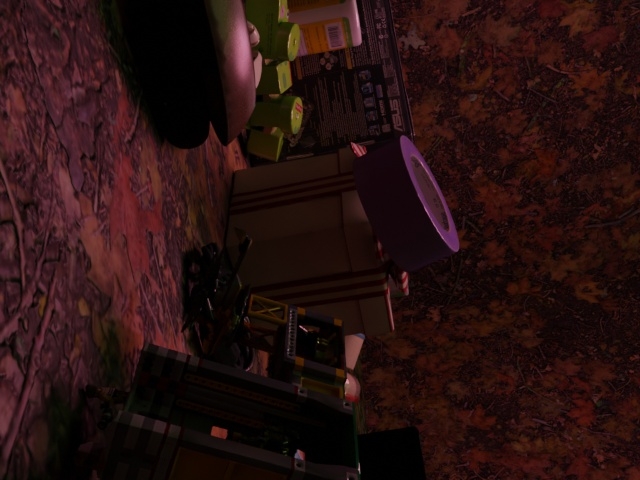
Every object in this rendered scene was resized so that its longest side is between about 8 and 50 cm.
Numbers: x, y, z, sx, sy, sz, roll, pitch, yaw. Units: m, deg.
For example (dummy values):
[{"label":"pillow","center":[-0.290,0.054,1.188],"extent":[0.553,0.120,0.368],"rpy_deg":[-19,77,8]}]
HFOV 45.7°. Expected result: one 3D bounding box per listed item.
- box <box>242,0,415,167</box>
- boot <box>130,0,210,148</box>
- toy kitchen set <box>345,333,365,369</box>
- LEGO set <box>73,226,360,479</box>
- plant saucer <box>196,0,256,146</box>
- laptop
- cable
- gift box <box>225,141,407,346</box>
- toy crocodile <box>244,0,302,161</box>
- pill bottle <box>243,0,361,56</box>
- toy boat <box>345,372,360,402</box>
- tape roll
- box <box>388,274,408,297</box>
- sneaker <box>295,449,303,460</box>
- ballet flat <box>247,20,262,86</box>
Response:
[{"label":"box","center":[0.002,-0.341,1.506],"extent":[0.097,0.319,0.394],"rpy_deg":[60,20,-74]},{"label":"boot","center":[-0.168,-0.222,0.865],"extent":[0.137,0.077,0.197],"rpy_deg":[-102,-169,-56]},{"label":"toy kitchen set","center":[-0.004,0.155,1.411],"extent":[0.207,0.166,0.122],"rpy_deg":[114,-4,-80]},{"label":"LEGO set","center":[-0.097,0.167,0.615],"extent":[0.331,0.192,0.254],"rpy_deg":[-85,-165,-59]},{"label":"plant saucer","center":[-0.132,-0.269,0.909],"extent":[0.310,0.050,0.310],"rpy_deg":[165,-90,-80]},{"label":"laptop","center":[0.113,0.590,1.536],"extent":[0.408,0.237,0.381],"rpy_deg":[64,18,-73]},{"label":"cable","center":[-0.122,0.092,0.935],"extent":[0.184,0.047,0.150],"rpy_deg":[71,6,-51]},{"label":"gift box","center":[0.000,0.000,1.210],"extent":[0.255,0.258,0.276],"rpy_deg":[-94,173,-48]},{"label":"toy crocodile","center":[-0.090,-0.295,1.324],"extent":[0.105,0.115,0.340],"rpy_deg":[-59,152,-58]},{"label":"pill bottle","center":[-0.055,-0.405,1.391],"extent":[0.136,0.246,0.136],"rpy_deg":[-9,90,-85]},{"label":"toy boat","center":[-0.017,0.291,1.356],"extent":[0.231,0.151,0.151],"rpy_deg":[59,53,-75]},{"label":"tape roll","center":[0.127,-0.053,1.113],"extent":[0.189,0.080,0.189],"rpy_deg":[51,23,-32]},{"label":"box","center":[0.028,0.006,1.501],"extent":[0.126,0.262,0.231],"rpy_deg":[69,12,-67]},{"label":"sneaker","center":[-0.064,0.315,1.151],"extent":[0.073,0.063,0.162],"rpy_deg":[60,9,-23]},{"label":"ballet flat","center":[-0.135,-0.295,1.193],"extent":[0.083,0.087,0.247],"rpy_deg":[70,12,-64]}]
